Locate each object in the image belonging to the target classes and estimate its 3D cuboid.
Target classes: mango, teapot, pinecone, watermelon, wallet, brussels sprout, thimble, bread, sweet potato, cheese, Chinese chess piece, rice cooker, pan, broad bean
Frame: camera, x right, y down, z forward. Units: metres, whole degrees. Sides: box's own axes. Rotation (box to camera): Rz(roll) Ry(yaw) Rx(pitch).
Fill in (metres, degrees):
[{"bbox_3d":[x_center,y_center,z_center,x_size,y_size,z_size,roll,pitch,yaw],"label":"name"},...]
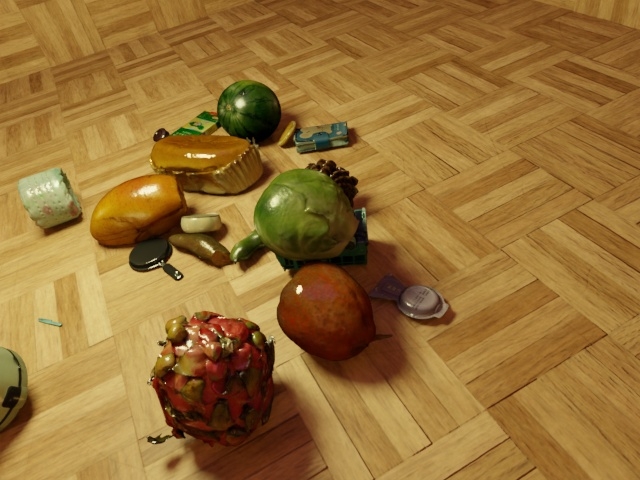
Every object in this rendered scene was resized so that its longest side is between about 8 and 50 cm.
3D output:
[{"bbox_3d":[-0.582,-0.092,1.565,0.350,0.199,0.201,-20,12,10],"label":"mango"},{"bbox_3d":[-0.651,-0.424,2.026,0.068,0.045,0.100,-27,58,18],"label":"teapot"},{"bbox_3d":[0.004,-0.157,1.491,0.186,0.168,0.212,-30,47,-10],"label":"pinecone"},{"bbox_3d":[-0.268,-0.487,1.862,0.243,0.242,0.242,-7,43,6],"label":"watermelon"},{"bbox_3d":[0.003,-0.383,1.816,0.202,0.059,0.141,-7,36,4],"label":"wallet"},{"bbox_3d":[-0.037,-0.055,1.174,0.244,0.244,0.244,-7,43,6],"label":"brussels sprout"},{"bbox_3d":[-0.929,-0.149,1.695,0.149,0.185,0.211,-24,29,-15],"label":"thimble"},{"bbox_3d":[-0.125,-0.400,1.846,0.110,0.024,0.110,-49,20,25],"label":"bread"},{"bbox_3d":[-0.396,-0.276,1.704,0.389,0.183,0.236,-1,41,12],"label":"bread"},{"bbox_3d":[-0.367,0.011,1.468,0.244,0.077,0.077,21,52,28],"label":"sweet potato"},{"bbox_3d":[0.222,0.140,1.215,0.191,0.042,0.105,24,52,34],"label":"cheese"},{"bbox_3d":[-0.369,-0.055,1.521,0.122,0.051,0.122,-2,9,0],"label":"Chinese chess piece"},{"bbox_3d":[-0.810,0.338,1.109,0.226,0.244,0.225,-5,71,15],"label":"rice cooker"},{"bbox_3d":[-0.489,0.057,1.482,0.235,0.028,0.136,27,56,35],"label":"pan"},{"bbox_3d":[-0.171,-0.030,1.485,0.098,0.056,0.318,5,39,27],"label":"broad bean"}]

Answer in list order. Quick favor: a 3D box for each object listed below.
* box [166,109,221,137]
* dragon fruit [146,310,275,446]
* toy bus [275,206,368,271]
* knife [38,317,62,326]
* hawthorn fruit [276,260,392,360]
[{"bbox_3d":[-0.508,-0.462,2.039,0.132,0.034,0.235,20,51,31],"label":"box"},{"bbox_3d":[-0.226,0.269,1.002,0.269,0.291,0.250,-2,49,13],"label":"dragon fruit"},{"bbox_3d":[0.000,0.000,1.338,0.256,0.147,0.128,-4,54,4],"label":"toy bus"},{"bbox_3d":[-0.759,0.228,1.380,0.091,0.005,0.014,6,47,20],"label":"knife"},{"bbox_3d":[0.035,0.170,1.122,0.262,0.210,0.210,25,53,19],"label":"hawthorn fruit"}]
